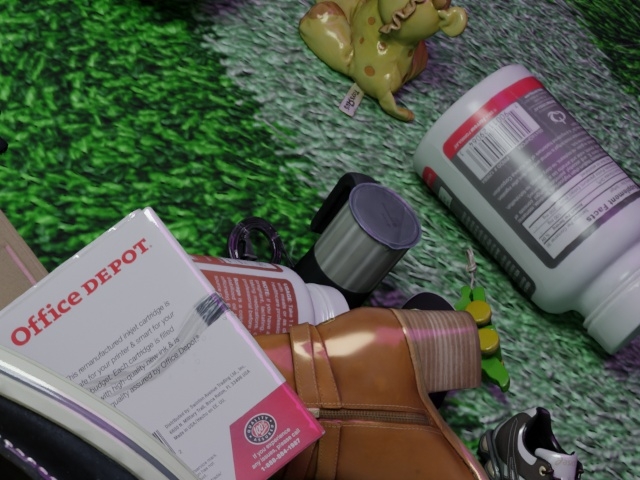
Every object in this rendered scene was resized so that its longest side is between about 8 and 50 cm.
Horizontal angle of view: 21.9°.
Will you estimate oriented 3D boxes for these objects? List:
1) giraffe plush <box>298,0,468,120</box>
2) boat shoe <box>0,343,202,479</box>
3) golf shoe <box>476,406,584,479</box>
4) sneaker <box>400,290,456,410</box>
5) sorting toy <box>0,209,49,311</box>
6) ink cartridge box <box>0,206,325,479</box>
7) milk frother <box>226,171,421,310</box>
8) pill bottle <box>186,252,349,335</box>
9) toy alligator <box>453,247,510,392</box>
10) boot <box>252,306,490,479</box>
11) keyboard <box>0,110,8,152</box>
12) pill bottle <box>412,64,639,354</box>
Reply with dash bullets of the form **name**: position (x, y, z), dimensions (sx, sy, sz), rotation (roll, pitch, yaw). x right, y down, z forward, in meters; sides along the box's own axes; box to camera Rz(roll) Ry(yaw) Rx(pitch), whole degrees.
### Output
- **giraffe plush**: position (0.088, -0.266, 1.970), dimensions (0.181, 0.170, 0.210), rotation (24, 40, -19)
- **boat shoe**: position (-0.139, 0.250, 1.190), dimensions (0.500, 0.187, 0.156), rotation (48, 66, -18)
- **golf shoe**: position (0.218, 0.253, 1.610), dimensions (0.077, 0.094, 0.198), rotation (5, 50, -38)
- **sneaker**: position (0.105, 0.114, 1.642), dimensions (0.084, 0.097, 0.235), rotation (20, 39, 1)
- **sorting toy**: position (-0.355, 0.051, 1.365), dimensions (0.229, 0.041, 0.307), rotation (56, 38, -4)
- **ink cartridge box**: position (-0.138, 0.118, 1.356), dimensions (0.172, 0.100, 0.237), rotation (-38, 88, -9)
- **milk frother**: position (0.000, 0.000, 1.656), dimensions (0.143, 0.135, 0.129), rotation (-2, 52, -40)
- **pill bottle**: position (-0.084, 0.077, 1.519), dimensions (0.216, 0.121, 0.121), rotation (8, 47, -34)
- **toy alligator**: position (0.158, 0.088, 1.768), dimensions (0.051, 0.056, 0.190), rotation (-14, 50, 2)
- **boot**: position (0.038, 0.202, 1.475), dimensions (0.220, 0.283, 0.109), rotation (-5, 10, -17)
- **keyboard**: position (-0.377, -0.152, 1.585), dimensions (0.192, 0.038, 0.100), rotation (43, 37, 4)
- **pill bottle**: position (0.268, -0.031, 1.871), dimensions (0.318, 0.176, 0.176), rotation (49, 39, 13)
